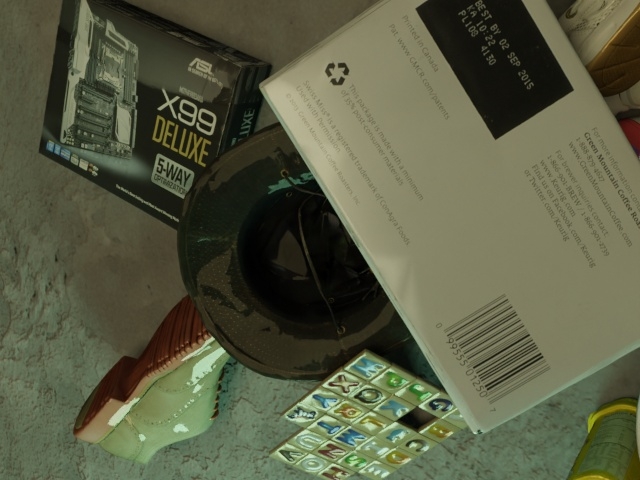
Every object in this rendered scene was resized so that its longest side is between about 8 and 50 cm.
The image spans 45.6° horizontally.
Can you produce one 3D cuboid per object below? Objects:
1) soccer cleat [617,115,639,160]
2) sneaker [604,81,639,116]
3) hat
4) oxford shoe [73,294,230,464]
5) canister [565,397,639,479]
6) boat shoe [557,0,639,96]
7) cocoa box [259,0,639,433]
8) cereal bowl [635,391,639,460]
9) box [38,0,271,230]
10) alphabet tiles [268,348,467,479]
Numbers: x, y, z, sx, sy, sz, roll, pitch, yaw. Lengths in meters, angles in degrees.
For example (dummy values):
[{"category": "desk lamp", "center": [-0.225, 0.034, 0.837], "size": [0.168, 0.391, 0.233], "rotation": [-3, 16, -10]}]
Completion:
[{"category": "soccer cleat", "center": [0.371, -0.062, 0.710], "size": [0.247, 0.095, 0.083], "rotation": [19, 112, 24]}, {"category": "sneaker", "center": [0.287, -0.263, 0.708], "size": [0.118, 0.110, 0.292], "rotation": [-5, 109, 23]}, {"category": "hat", "center": [0.000, 0.000, 0.918], "size": [0.331, 0.134, 0.332], "rotation": [2, 104, 10]}, {"category": "oxford shoe", "center": [-0.187, 0.190, 1.103], "size": [0.146, 0.141, 0.397], "rotation": [40, 119, -21]}, {"category": "canister", "center": [0.315, 0.253, 0.780], "size": [0.073, 0.170, 0.126], "rotation": [-34, 85, 34]}, {"category": "boat shoe", "center": [0.293, -0.249, 0.609], "size": [0.277, 0.098, 0.096], "rotation": [-47, 50, 24]}, {"category": "cocoa box", "center": [0.137, -0.055, 0.702], "size": [0.231, 0.228, 0.347], "rotation": [-32, 96, 6]}, {"category": "cereal bowl", "center": [0.469, 0.166, 0.685], "size": [0.338, 0.141, 0.339], "rotation": [7, 106, 27]}, {"category": "box", "center": [-0.235, -0.175, 1.038], "size": [0.307, 0.076, 0.243], "rotation": [28, 115, 21]}, {"category": "alphabet tiles", "center": [0.052, 0.235, 0.950], "size": [0.198, 0.009, 0.237], "rotation": [30, 125, -26]}]
